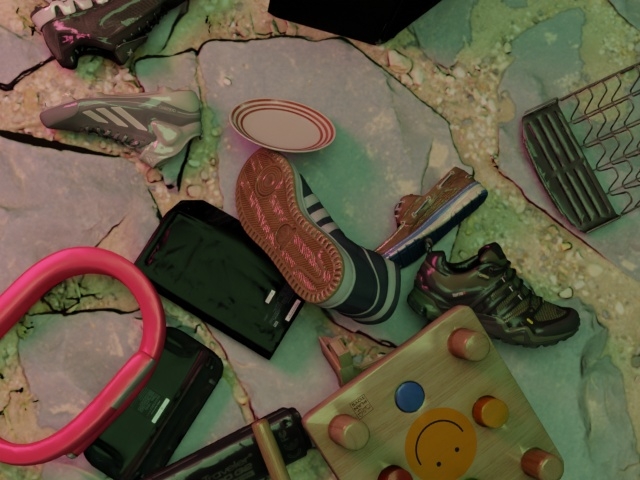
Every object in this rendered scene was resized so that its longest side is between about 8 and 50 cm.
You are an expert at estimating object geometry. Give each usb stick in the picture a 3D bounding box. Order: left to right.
[{"bbox_3d":[-0.143,0.291,1.609,0.278,0.045,0.077,-26,115,-14],"label":"usb stick"}]

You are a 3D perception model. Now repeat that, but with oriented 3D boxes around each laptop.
[{"bbox_3d":[0.083,-0.359,1.691,0.264,0.234,0.136,-38,86,-12],"label":"laptop"}]

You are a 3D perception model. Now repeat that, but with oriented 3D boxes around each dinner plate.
[{"bbox_3d":[-0.050,-0.146,1.702,0.141,0.017,0.141,10,34,-6],"label":"dinner plate"}]

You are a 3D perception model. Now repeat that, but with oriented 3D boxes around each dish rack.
[{"bbox_3d":[0.417,-0.141,1.772,0.272,0.074,0.208,-25,82,-12],"label":"dish rack"}]

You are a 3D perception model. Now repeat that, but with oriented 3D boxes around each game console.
[{"bbox_3d":[-0.179,0.134,1.652,0.213,0.044,0.361,32,76,2],"label":"game console"}]

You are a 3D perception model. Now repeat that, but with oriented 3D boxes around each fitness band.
[{"bbox_3d":[-0.321,0.141,1.603,0.209,0.054,0.291,41,81,17],"label":"fitness band"}]

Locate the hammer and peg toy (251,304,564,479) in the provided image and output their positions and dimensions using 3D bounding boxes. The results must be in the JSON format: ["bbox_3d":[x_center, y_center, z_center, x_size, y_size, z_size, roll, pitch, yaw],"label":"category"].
[{"bbox_3d":[0.095,0.272,1.584,0.361,0.127,0.266,-33,101,-13],"label":"hammer and peg toy"}]

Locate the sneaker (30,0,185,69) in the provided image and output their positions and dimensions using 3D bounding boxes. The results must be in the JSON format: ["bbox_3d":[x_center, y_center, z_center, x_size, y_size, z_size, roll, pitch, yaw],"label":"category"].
[{"bbox_3d":[-0.252,-0.285,1.716,0.234,0.078,0.106,-19,84,-7],"label":"sneaker"}]

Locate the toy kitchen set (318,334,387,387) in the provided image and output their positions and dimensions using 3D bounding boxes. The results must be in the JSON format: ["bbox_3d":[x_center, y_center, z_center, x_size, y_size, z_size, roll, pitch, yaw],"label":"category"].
[{"bbox_3d":[0.047,0.142,1.669,0.075,0.083,0.068,-23,41,-12],"label":"toy kitchen set"}]

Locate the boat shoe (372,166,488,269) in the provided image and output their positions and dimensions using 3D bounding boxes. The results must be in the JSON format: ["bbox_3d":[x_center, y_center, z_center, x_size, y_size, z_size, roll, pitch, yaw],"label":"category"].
[{"bbox_3d":[0.131,-0.027,1.720,0.183,0.066,0.066,-36,68,-11],"label":"boat shoe"}]

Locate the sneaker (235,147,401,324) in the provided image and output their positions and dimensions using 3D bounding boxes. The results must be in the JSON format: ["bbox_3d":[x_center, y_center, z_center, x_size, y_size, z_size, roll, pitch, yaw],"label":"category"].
[{"bbox_3d":[0.000,0.000,1.664,0.099,0.153,0.282,-48,45,17],"label":"sneaker"}]

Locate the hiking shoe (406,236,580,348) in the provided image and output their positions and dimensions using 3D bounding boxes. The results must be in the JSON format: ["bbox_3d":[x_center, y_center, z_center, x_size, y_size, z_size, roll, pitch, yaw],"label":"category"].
[{"bbox_3d":[0.231,0.065,1.680,0.227,0.086,0.114,12,107,-5],"label":"hiking shoe"}]

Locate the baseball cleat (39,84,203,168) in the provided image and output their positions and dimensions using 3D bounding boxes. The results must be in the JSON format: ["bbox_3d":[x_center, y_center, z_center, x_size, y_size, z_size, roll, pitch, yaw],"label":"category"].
[{"bbox_3d":[-0.254,-0.142,1.686,0.206,0.072,0.109,-9,86,-6],"label":"baseball cleat"}]
